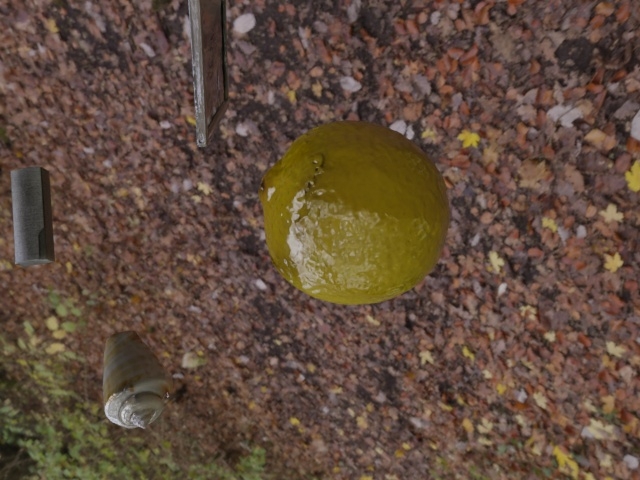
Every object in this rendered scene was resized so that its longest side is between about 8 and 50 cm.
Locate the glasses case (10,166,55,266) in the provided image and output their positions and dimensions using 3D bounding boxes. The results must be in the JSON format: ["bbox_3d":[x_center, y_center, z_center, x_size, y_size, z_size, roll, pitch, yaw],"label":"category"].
[{"bbox_3d":[-0.611,-0.051,1.257,0.047,0.070,0.205,77,-176,-77],"label":"glasses case"}]

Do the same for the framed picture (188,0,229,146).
[{"bbox_3d":[-0.183,-0.307,0.998,0.024,0.315,0.232,1,115,-3],"label":"framed picture"}]

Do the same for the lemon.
[{"bbox_3d":[0.050,-0.038,0.869,0.293,0.293,0.293,23,132,29],"label":"lemon"}]

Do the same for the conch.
[{"bbox_3d":[-0.441,0.315,1.371,0.255,0.158,0.127,56,167,22],"label":"conch"}]
